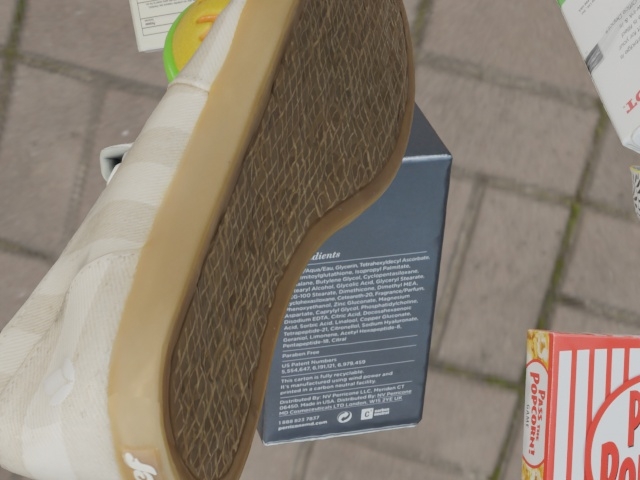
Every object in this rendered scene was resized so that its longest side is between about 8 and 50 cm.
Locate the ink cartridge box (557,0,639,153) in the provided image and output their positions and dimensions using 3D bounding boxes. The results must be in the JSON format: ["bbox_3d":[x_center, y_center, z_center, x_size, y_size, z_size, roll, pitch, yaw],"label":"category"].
[{"bbox_3d":[0.375,-0.238,1.594,0.121,0.289,0.211,22,128,-32],"label":"ink cartridge box"}]

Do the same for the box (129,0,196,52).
[{"bbox_3d":[-0.143,-0.350,1.836,0.148,0.127,0.232,-3,101,31],"label":"box"}]

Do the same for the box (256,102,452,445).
[{"bbox_3d":[0.000,0.000,1.907,0.212,0.293,0.395,-6,125,-14],"label":"box"}]

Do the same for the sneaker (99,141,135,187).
[{"bbox_3d":[-0.168,-0.049,1.673,0.115,0.232,0.090,-3,109,-33],"label":"sneaker"}]

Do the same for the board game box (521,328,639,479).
[{"bbox_3d":[0.192,0.151,0.914,0.147,0.045,0.193,2,89,-13],"label":"board game box"}]

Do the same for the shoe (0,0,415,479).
[{"bbox_3d":[-0.027,-0.018,0.420,0.058,0.219,0.076,-6,126,26],"label":"shoe"}]

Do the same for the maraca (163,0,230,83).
[{"bbox_3d":[-0.026,-0.114,0.910,0.127,0.185,0.099,14,130,-7],"label":"maraca"}]

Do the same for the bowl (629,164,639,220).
[{"bbox_3d":[0.427,-0.025,1.786,0.170,0.170,0.080,16,100,5],"label":"bowl"}]
